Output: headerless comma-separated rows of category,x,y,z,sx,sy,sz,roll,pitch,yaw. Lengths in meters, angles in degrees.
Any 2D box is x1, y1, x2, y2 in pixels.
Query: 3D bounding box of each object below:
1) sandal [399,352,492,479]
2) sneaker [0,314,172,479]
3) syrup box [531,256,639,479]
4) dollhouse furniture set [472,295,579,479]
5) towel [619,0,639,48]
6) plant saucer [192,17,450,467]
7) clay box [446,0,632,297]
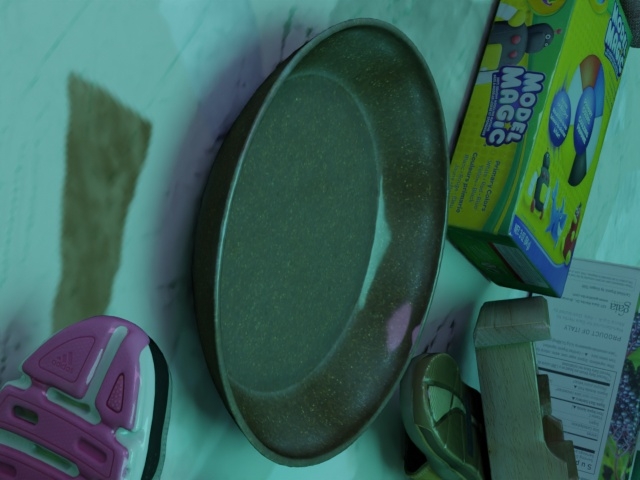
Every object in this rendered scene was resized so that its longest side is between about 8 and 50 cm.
sandal,0.066,0.115,0.621,0.180,0.049,0.072,54,32,-55
sneaker,-0.075,0.104,0.371,0.075,0.063,0.170,-6,110,-58
syrup box,0.191,0.136,0.797,0.093,0.096,0.236,23,79,-60
dollhouse furniture set,0.221,0.109,0.632,0.212,0.242,0.161,-25,108,-79
towel,0.187,-0.309,0.680,0.329,0.037,0.237,46,54,-54
plant saucer,0.000,0.000,0.488,0.199,0.036,0.198,-28,123,-54
clay box,0.143,-0.089,0.683,0.127,0.053,0.222,37,68,-58
